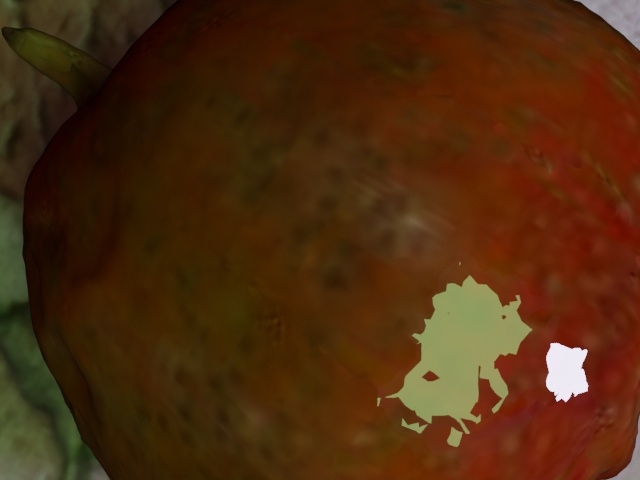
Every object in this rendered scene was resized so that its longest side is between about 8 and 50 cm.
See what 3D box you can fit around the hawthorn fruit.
[{"bbox_3d":[0.000,0.000,0.671,0.298,0.277,0.277,34,88,-3],"label":"hawthorn fruit"}]
